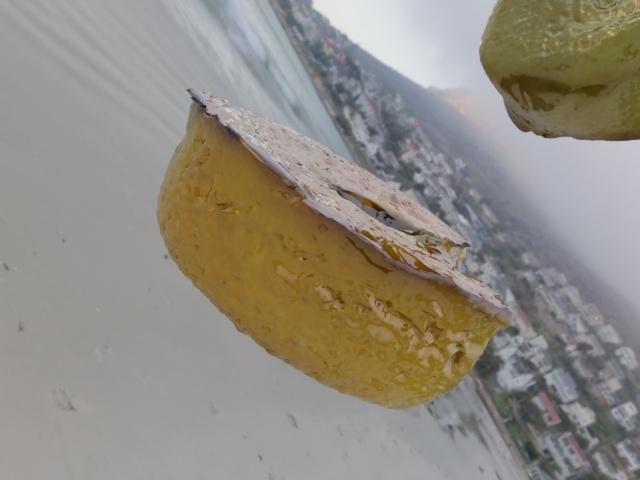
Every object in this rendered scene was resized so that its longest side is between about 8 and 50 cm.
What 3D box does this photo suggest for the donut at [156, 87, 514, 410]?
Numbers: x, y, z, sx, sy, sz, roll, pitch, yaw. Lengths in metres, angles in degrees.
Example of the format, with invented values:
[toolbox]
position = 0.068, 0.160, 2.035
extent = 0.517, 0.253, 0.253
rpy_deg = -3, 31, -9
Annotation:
[donut]
position = 0.000, 0.000, 0.669
extent = 0.378, 0.163, 0.435
rpy_deg = 36, 13, 8

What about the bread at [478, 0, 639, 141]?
[bread]
position = 0.312, -0.235, 0.674
extent = 0.148, 0.270, 0.269
rpy_deg = 27, 29, -42
